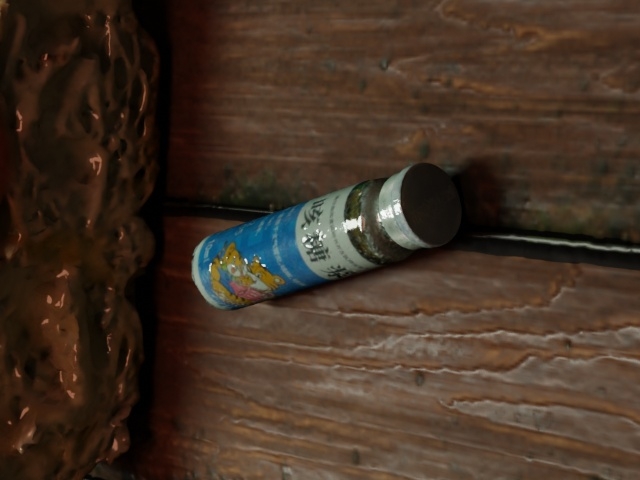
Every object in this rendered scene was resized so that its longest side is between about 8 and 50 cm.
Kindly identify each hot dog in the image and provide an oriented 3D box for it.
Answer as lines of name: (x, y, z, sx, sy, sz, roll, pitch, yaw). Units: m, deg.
hot dog: (-0.289, -0.027, 1.328, 0.365, 0.196, 0.367, 13, 99, 52)

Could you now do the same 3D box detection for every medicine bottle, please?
medicine bottle: (0.000, 0.000, 1.097, 0.191, 0.051, 0.051, -19, 78, 47)
